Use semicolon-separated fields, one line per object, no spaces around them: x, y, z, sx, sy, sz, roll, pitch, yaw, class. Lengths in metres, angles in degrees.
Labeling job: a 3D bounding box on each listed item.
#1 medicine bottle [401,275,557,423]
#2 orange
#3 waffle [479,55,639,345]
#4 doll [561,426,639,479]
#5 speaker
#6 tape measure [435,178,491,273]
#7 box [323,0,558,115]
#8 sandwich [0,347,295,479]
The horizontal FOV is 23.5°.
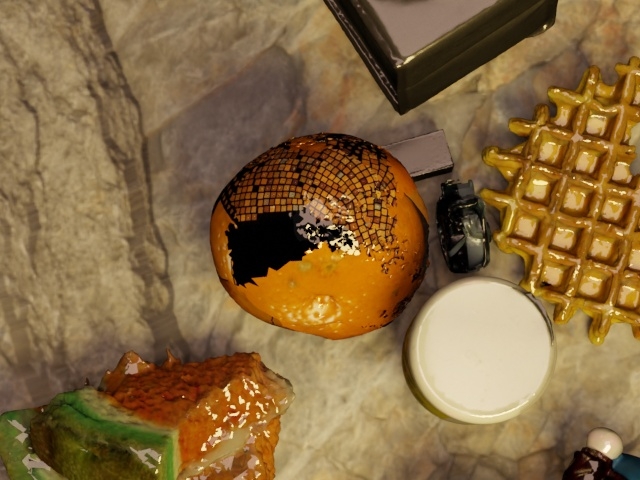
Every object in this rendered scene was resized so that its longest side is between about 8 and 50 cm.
0.154;0.116;1.556;0.143;0.258;0.143;0;83;2;medicine bottle
0.000;0.000;1.585;0.235;0.234;0.182;-5;57;0;orange
0.312;-0.032;1.671;0.260;0.069;0.293;-34;86;-1;waffle
0.225;0.353;1.543;0.310;0.240;0.284;-34;111;-18;doll
0.048;-0.074;1.690;0.191;0.040;0.046;-16;82;-1;speaker
0.152;-0.013;1.656;0.054;0.091;0.094;-10;115;-4;tape measure
0.076;-0.340;1.613;0.204;0.251;0.345;-33;83;0;box
-0.163;0.219;1.592;0.301;0.162;0.250;-32;79;-5;sandwich
